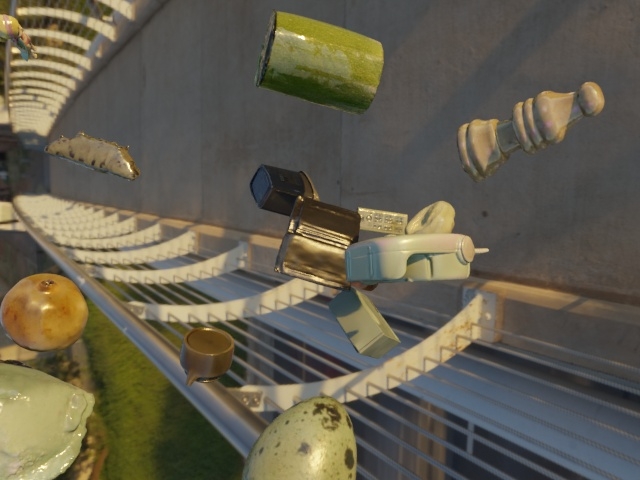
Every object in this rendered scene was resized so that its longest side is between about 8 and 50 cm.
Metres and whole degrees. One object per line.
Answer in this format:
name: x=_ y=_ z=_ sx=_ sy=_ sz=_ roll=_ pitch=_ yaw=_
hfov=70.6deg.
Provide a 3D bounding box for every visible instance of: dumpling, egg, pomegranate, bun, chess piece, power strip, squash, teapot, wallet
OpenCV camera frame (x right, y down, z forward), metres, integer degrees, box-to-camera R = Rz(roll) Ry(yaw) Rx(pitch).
dumpling: x=-0.357 y=0.188 z=0.460 sx=0.149 sy=0.216 sz=0.105 roll=-89 pitch=21 yaw=-66
egg: x=-0.028 y=0.361 z=0.722 sx=0.177 sy=0.177 sz=0.228 roll=5 pitch=66 yaw=51
pomegranate: x=-0.805 y=0.213 z=1.320 sx=0.233 sy=0.233 sz=0.233 roll=5 pitch=97 yaw=51
bun: x=0.403 y=-0.039 z=1.617 sx=0.127 sy=0.222 sz=0.222 roll=49 pitch=139 yaw=-10
chess piece: x=0.475 y=-0.253 z=1.030 sx=0.307 sy=0.124 sz=0.139 roll=-19 pitch=46 yaw=45
power strip: x=0.233 y=-0.078 z=1.848 sx=0.034 sy=0.267 sz=0.092 roll=159 pitch=118 yaw=-77
squash: x=-0.012 y=-0.592 z=1.509 sx=0.263 sy=0.384 sz=0.263 roll=-172 pitch=90 yaw=-71
teapot: x=-0.408 y=0.425 z=1.629 sx=0.185 sy=0.267 sz=0.176 roll=20 pitch=109 yaw=10
wallet: x=0.000 y=0.000 z=1.464 sx=0.041 sy=0.246 sz=0.323 roll=112 pitch=172 yaw=-52

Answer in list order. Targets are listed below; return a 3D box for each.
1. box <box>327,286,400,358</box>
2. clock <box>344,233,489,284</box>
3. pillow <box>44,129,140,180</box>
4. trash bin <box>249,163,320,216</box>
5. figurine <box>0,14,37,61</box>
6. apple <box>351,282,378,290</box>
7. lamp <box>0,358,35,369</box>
box: x=0.161 y=0.311 z=1.684 sx=0.117 sy=0.225 sz=0.225 roll=-40 pitch=60 yaw=8
clock: x=0.239 y=0.048 z=1.102 sx=0.265 sy=0.323 sz=0.109 roll=156 pitch=112 yaw=-71
pillow: x=-0.578 y=-0.226 z=1.166 sx=0.051 sy=0.241 sz=0.093 roll=129 pitch=158 yaw=-78
trash bin: x=-0.145 y=-0.208 z=1.965 sx=0.182 sy=0.290 sz=0.210 roll=-53 pitch=44 yaw=31
figurine: x=-0.881 y=-0.583 z=1.302 sx=0.187 sy=0.083 sz=0.083 roll=157 pitch=108 yaw=-83
apple: x=0.131 y=0.098 z=1.550 sx=0.147 sy=0.146 sz=0.163 roll=-4 pitch=72 yaw=13
lamp: x=-1.064 y=0.530 z=1.469 sx=0.303 sy=0.303 sz=0.257 roll=45 pitch=123 yaw=39
